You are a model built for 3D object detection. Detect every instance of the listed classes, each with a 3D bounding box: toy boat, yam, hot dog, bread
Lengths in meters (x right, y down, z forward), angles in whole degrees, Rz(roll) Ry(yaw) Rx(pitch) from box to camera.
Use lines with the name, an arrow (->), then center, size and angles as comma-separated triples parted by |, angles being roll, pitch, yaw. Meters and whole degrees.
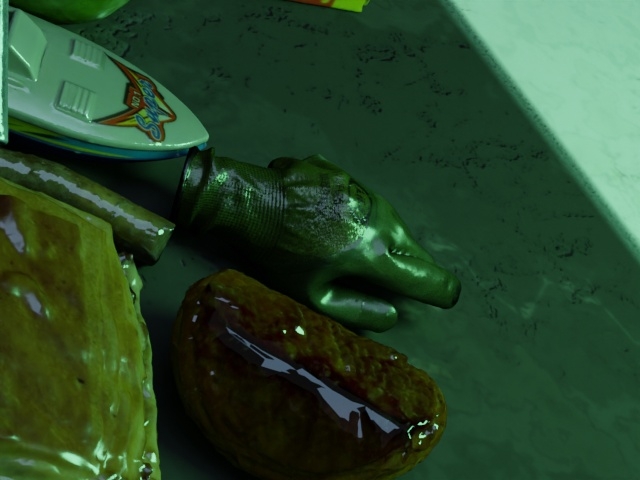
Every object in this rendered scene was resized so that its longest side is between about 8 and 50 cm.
toy boat -> -0.230, -0.135, 1.657 | 0.295, 0.088, 0.129 | 21, 42, -13
yam -> -0.273, -0.065, 1.597 | 0.327, 0.045, 0.045 | 25, 18, -8
hot dog -> -0.015, 0.112, 1.542 | 0.227, 0.099, 0.160 | 35, 40, 4
bread -> -0.275, 0.081, 1.355 | 0.324, 0.167, 0.277 | 21, 41, -30

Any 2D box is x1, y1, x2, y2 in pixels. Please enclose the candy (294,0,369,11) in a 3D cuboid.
candy -> -0.074, -0.319, 1.947 | 0.276, 0.088, 0.146 | 7, 45, -28

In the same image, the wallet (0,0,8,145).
wallet -> -0.299, -0.134, 1.480 | 0.036, 0.222, 0.167 | 7, 78, -42

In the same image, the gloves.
gloves -> 0.001, -0.004, 1.674 | 0.268, 0.107, 0.135 | 21, 72, -17

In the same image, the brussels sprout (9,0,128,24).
brussels sprout -> -0.234, -0.306, 1.734 | 0.244, 0.244, 0.244 | 18, 42, -17
